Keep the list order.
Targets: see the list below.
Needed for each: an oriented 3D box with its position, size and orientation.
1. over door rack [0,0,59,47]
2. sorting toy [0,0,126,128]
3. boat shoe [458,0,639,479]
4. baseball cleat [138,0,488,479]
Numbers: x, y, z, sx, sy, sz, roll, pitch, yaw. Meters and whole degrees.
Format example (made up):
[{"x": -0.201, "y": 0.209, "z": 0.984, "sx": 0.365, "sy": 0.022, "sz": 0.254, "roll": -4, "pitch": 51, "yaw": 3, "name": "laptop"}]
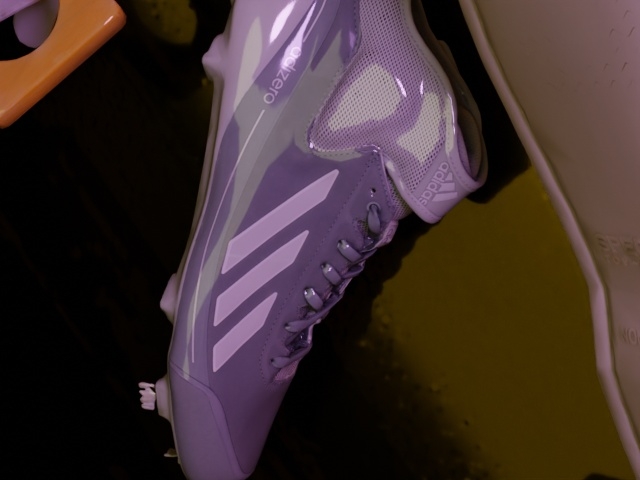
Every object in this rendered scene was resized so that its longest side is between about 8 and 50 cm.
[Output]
[{"x": -0.277, "y": -0.004, "z": 0.800, "sx": 0.239, "sy": 0.108, "sz": 0.324, "roll": 28, "pitch": 108, "yaw": 16, "name": "over door rack"}, {"x": -0.210, "y": -0.179, "z": 0.737, "sx": 0.348, "sy": 0.047, "sz": 0.196, "roll": 35, "pitch": 83, "yaw": 17, "name": "sorting toy"}, {"x": 0.123, "y": -0.041, "z": 0.586, "sx": 0.116, "sy": 0.097, "sz": 0.324, "roll": 14, "pitch": 128, "yaw": 62, "name": "boat shoe"}, {"x": 0.000, "y": 0.000, "z": 0.701, "sx": 0.109, "sy": 0.072, "sz": 0.205, "roll": 11, "pitch": 106, "yaw": 15, "name": "baseball cleat"}]
